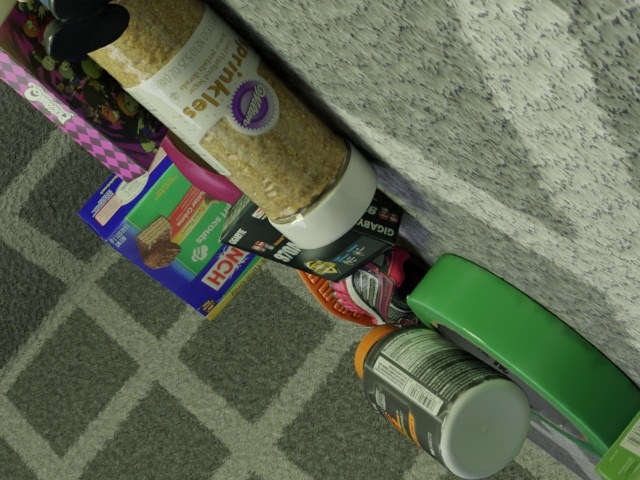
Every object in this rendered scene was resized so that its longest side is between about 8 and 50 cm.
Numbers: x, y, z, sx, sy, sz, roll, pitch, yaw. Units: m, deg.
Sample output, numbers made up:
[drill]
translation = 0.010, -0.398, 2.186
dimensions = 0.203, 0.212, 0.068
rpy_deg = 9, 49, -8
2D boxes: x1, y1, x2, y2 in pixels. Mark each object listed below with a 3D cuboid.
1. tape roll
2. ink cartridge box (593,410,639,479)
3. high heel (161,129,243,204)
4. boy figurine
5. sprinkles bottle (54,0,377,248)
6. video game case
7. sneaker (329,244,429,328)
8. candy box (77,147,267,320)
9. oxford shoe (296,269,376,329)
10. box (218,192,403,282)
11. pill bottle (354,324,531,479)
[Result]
[tape roll]
translation = 0.253, 0.145, 1.356
dimensions = 0.321, 0.077, 0.321
rpy_deg = 38, 175, 4
[ink cartridge box]
translation = 0.408, 0.274, 1.209
dimensions = 0.209, 0.109, 0.062
rpy_deg = 42, 175, -26
[high heel]
translation = -0.149, -0.155, 1.366
dimensions = 0.377, 0.127, 0.181
rpy_deg = 36, 169, -13
[boy figurine]
translation = -0.264, -0.293, 0.932
dimensions = 0.285, 0.092, 0.177
rpy_deg = 51, 147, 16
[sprinkles bottle]
translation = -0.096, -0.138, 1.100
dimensions = 0.355, 0.121, 0.121
rpy_deg = 42, 174, -29
[video game case]
translation = -0.231, -0.206, 1.103
dimensions = 0.042, 0.210, 0.232
rpy_deg = -21, 128, 40
[sneaker]
translation = 0.129, 0.092, 1.588
dimensions = 0.112, 0.120, 0.299
rpy_deg = -3, 158, 33
[candy box]
translation = -0.221, -0.043, 1.957
dimensions = 0.122, 0.268, 0.317
rpy_deg = 39, 177, 43
[oxford shoe]
translation = 0.058, 0.062, 1.737
dimensions = 0.364, 0.130, 0.133
rpy_deg = 42, 180, -32
[box]
translation = -0.017, -0.017, 1.368
dimensions = 0.175, 0.051, 0.220
rpy_deg = 20, 161, -13
[pill bottle]
translation = 0.138, 0.185, 1.361
dimensions = 0.130, 0.130, 0.246
rpy_deg = 42, 174, -32
